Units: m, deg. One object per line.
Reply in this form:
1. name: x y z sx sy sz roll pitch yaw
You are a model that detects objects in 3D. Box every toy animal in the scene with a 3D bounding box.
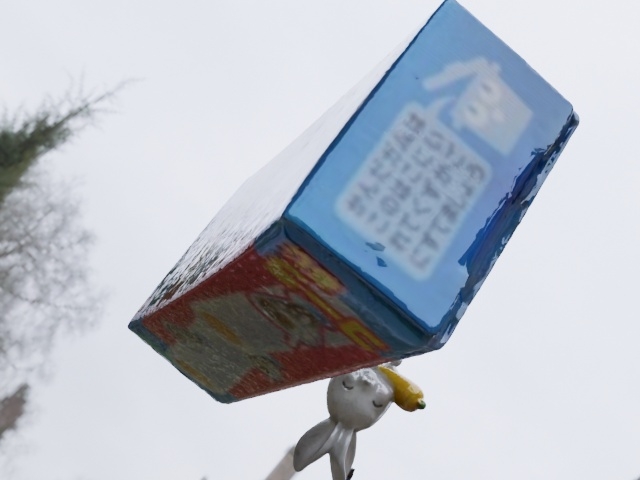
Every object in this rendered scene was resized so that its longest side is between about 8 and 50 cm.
1. toy animal: 0.049 0.204 1.189 0.131 0.182 0.127 19 -56 -1

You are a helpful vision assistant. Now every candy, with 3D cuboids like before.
1. candy: -0.001 -0.001 0.584 0.100 0.157 0.306 39 -25 -9
